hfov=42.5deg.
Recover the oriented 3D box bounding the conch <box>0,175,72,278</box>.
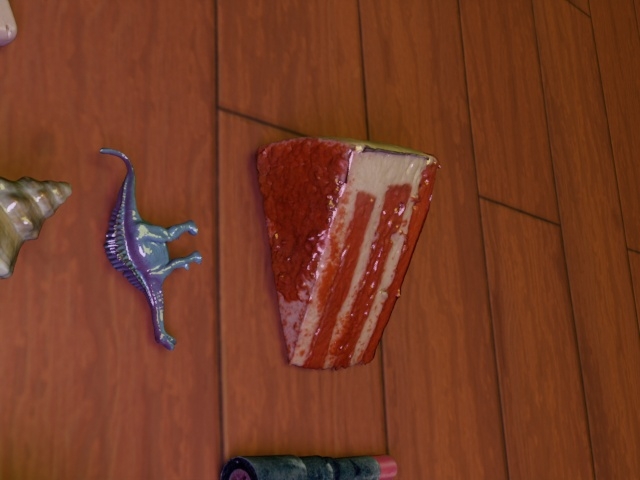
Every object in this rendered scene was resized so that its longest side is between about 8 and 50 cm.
[{"bbox_3d":[-0.285,0.023,0.593,0.234,0.114,0.137,-45,103,-7],"label":"conch"}]

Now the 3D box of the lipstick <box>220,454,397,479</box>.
[{"bbox_3d":[0.002,0.242,0.853,0.234,0.053,0.053,9,71,-47],"label":"lipstick"}]

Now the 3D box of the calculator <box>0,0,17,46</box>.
[{"bbox_3d":[-0.304,-0.234,0.676,0.100,0.032,0.174,-21,93,-75],"label":"calculator"}]

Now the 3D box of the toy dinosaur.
[{"bbox_3d":[-0.158,0.005,0.766,0.080,0.045,0.197,-19,95,-37],"label":"toy dinosaur"}]

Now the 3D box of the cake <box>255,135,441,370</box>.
[{"bbox_3d":[0.000,0.000,0.934,0.158,0.160,0.261,4,109,-46],"label":"cake"}]
